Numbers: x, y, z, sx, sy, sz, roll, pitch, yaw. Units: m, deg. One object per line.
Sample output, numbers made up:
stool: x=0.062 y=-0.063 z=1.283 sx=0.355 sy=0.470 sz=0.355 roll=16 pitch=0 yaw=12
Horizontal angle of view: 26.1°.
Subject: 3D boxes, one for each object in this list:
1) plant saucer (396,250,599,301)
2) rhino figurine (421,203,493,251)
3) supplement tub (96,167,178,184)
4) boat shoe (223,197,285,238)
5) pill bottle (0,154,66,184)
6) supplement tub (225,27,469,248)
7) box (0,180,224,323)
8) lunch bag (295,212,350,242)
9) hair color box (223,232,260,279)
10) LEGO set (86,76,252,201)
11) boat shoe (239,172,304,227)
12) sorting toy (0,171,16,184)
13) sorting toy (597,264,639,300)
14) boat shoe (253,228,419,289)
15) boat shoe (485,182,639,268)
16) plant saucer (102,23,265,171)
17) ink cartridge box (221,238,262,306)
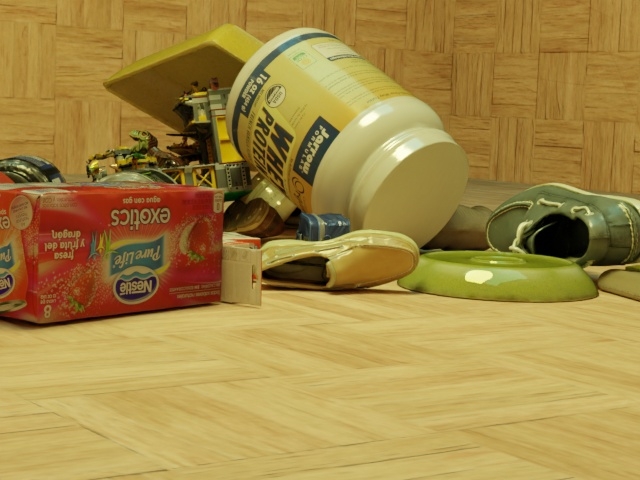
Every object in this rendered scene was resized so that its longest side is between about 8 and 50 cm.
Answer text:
plant saucer: x=0.212 y=0.039 z=1.656 sx=0.240 sy=0.037 sz=0.241 roll=2 pitch=6 yaw=0
rhino figurine: x=0.226 y=-0.018 z=2.072 sx=0.243 sy=0.073 sz=0.106 roll=1 pitch=2 yaw=-27
supplement tub: x=-0.245 y=-0.034 z=1.808 sx=0.117 sy=0.117 sz=0.190 roll=3 pitch=5 yaw=4
boat shoe: x=-0.109 y=-0.023 z=2.108 sx=0.060 sy=0.064 sz=0.178 roll=35 pitch=-16 yaw=-20
pill bottle: x=-0.423 y=-0.056 z=1.928 sx=0.122 sy=0.123 sz=0.219 roll=2 pitch=5 yaw=-3
supplement tub: x=0.037 y=-0.138 z=1.971 sx=0.228 sy=0.228 sz=0.316 roll=-3 pitch=35 yaw=-45
box: x=-0.223 y=0.006 z=1.366 sx=0.128 sy=0.123 sz=0.256 roll=7 pitch=7 yaw=37
lunch bag: x=0.000 y=0.000 z=1.811 sx=0.065 sy=0.067 sz=0.098 roll=1 pitch=7 yaw=-10
hair color box: x=-0.164 y=0.019 z=1.626 sx=0.167 sy=0.053 sz=0.093 roll=-1 pitch=5 yaw=-23
LEGO set: x=-0.243 y=-0.143 z=2.166 sx=0.254 sy=0.192 sz=0.331 roll=-7 pitch=-5 yaw=-11
boat shoe: x=-0.050 y=-0.062 z=2.354 sx=0.098 sy=0.109 sz=0.302 roll=40 pitch=9 yaw=10
sorting toy: x=-0.484 y=0.001 z=1.600 sx=0.126 sy=0.127 sz=0.365 roll=-27 pitch=-4 yaw=24
sorting toy: x=0.458 y=0.045 z=1.665 sx=0.229 sy=0.041 sz=0.307 roll=1 pitch=6 yaw=-17
boat shoe: x=0.018 y=0.032 z=1.568 sx=0.189 sy=0.068 sz=0.072 roll=-7 pitch=17 yaw=5
boat shoe: x=0.298 y=-0.013 z=1.806 sx=0.099 sy=0.116 sz=0.319 roll=-8 pitch=6 yaw=-28
plant saucer: x=-0.133 y=-0.239 z=2.255 sx=0.332 sy=0.081 sz=0.332 roll=30 pitch=-25 yaw=-33
ink cartridge box: x=-0.098 y=0.032 z=1.457 sx=0.115 sy=0.063 sz=0.029 roll=7 pitch=9 yaw=37
